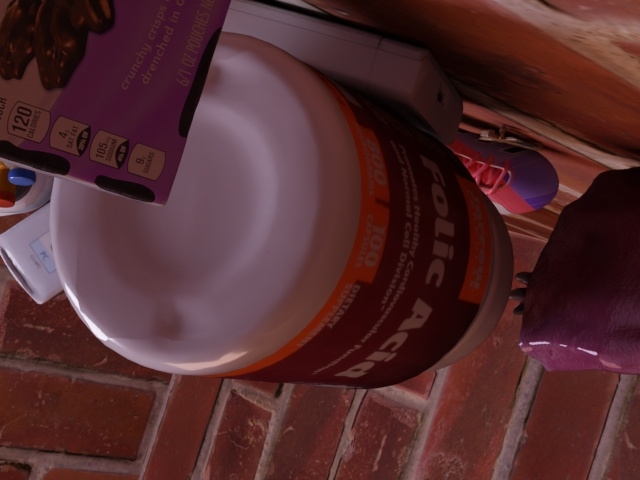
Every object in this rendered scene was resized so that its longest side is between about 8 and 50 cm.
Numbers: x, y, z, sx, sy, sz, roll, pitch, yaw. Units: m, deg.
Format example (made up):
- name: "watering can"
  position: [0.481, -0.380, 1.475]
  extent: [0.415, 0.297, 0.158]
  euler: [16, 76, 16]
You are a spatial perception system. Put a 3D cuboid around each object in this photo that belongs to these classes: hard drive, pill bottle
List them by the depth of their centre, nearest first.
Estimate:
- name: "pill bottle"
  position: [0.000, 0.000, 0.942]
  extent: [0.224, 0.224, 0.392]
  euler: [18, -179, 28]
- name: "hard drive"
  position: [-0.067, -0.162, 1.028]
  extent: [0.353, 0.047, 0.233]
  euler: [17, 180, 14]

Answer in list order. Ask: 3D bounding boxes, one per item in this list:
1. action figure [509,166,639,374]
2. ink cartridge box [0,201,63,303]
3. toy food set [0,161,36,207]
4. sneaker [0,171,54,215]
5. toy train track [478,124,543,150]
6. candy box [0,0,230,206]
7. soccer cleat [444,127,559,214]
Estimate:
- name: "action figure"
  position: [0.334, 0.071, 0.979]
  extent: [0.275, 0.248, 0.370]
  euler: [17, -176, -36]
- name: "ink cartridge box"
  position: [-0.156, -0.078, 1.383]
  extent: [0.091, 0.385, 0.308]
  euler: [55, 178, -3]
- name: "toy food set"
  position: [-0.203, -0.095, 1.120]
  extent: [0.232, 0.105, 0.111]
  euler: [-1, 163, 8]
- name: "sneaker"
  position: [-0.409, -0.067, 1.279]
  extent: [0.290, 0.106, 0.123]
  euler: [10, 176, 9]
- name: "toy train track"
  position: [0.185, -0.099, 1.190]
  extent: [0.083, 0.014, 0.048]
  euler: [10, 178, -42]
- name: "candy box"
  position: [-0.128, -0.118, 0.453]
  extent: [0.196, 0.165, 0.070]
  euler: [17, 180, -39]
- name: "soccer cleat"
  position: [0.120, -0.085, 1.216]
  extent: [0.248, 0.083, 0.095]
  euler: [22, -176, -3]
